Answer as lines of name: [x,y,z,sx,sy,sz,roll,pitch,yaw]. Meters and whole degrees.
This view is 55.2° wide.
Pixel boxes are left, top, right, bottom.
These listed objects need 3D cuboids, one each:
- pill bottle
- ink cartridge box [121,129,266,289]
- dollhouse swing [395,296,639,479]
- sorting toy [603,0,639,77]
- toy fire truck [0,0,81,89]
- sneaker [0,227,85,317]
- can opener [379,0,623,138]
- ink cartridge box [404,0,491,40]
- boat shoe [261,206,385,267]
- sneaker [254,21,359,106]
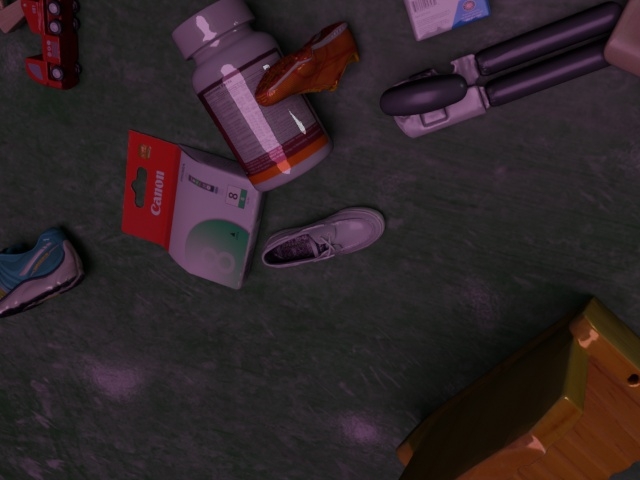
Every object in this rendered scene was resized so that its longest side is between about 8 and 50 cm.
pill bottle: [-0.085,-0.182,0.772,0.121,0.121,0.221,-24,106,24]
ink cartridge box: [-0.200,-0.046,0.909,0.224,0.056,0.181,17,118,5]
dollhouse swing: [0.292,0.298,0.790,0.315,0.305,0.347,42,117,-6]
sorting toy: [0.424,-0.246,0.620,0.193,0.038,0.208,25,102,3]
toy fire truck: [-0.404,-0.314,0.842,0.135,0.047,0.192,15,118,9]
sneaker: [-0.515,0.065,1.039,0.275,0.107,0.110,-24,87,19]
can opener: [0.210,-0.188,0.710,0.280,0.093,0.074,-18,110,17]
ink cartridge box: [0.134,-0.303,0.694,0.088,0.052,0.122,-14,111,21]
boat shoe: [0.000,0.000,0.866,0.184,0.063,0.066,-8,112,19]
sneaker: [-0.008,-0.198,0.718,0.064,0.175,0.067,0,125,49]
